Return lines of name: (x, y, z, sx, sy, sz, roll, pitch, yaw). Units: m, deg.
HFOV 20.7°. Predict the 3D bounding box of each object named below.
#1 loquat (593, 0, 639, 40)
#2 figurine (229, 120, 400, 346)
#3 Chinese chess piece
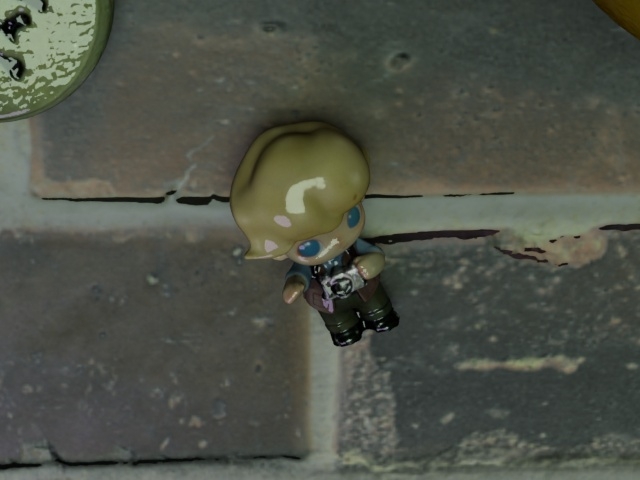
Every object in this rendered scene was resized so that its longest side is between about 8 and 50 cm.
loquat: (0.321, -0.275, 1.216, 0.328, 0.359, 0.328, 0, 90, 36)
figurine: (0.000, 0.000, 1.399, 0.114, 0.108, 0.196, -17, 116, 7)
Chinese chess piece: (-0.251, -0.182, 1.325, 0.188, 0.083, 0.188, 0, 110, 0)
